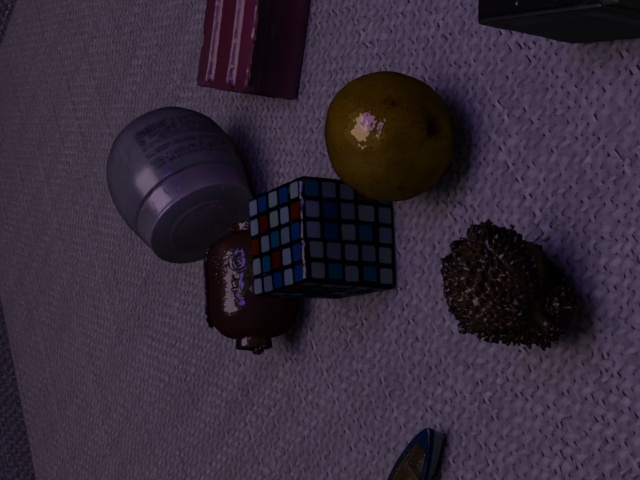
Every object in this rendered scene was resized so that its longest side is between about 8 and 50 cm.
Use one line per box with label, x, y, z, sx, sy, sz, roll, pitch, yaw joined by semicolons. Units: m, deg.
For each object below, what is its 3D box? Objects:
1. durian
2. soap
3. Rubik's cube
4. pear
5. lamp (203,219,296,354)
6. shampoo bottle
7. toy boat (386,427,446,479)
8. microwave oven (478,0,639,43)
durian;0.256;0.068;1.487;0.196;0.196;0.167;44;121;50
soap;-0.131;-0.468;2.187;0.233;0.128;0.359;19;104;55
Rubik's cube;0.000;0.000;1.892;0.182;0.187;0.184;-16;72;56
pear;0.110;-0.160;1.717;0.209;0.209;0.209;-7;81;57
lamp;-0.136;0.090;2.100;0.180;0.180;0.258;-18;70;55
shampoo bottle;-0.288;-0.114;2.267;0.266;0.273;0.273;59;135;31
toy boat;0.145;0.385;1.763;0.080;0.046;0.229;51;128;47
microwave oven;0.344;-0.439;1.366;0.286;0.218;0.355;9;95;56
